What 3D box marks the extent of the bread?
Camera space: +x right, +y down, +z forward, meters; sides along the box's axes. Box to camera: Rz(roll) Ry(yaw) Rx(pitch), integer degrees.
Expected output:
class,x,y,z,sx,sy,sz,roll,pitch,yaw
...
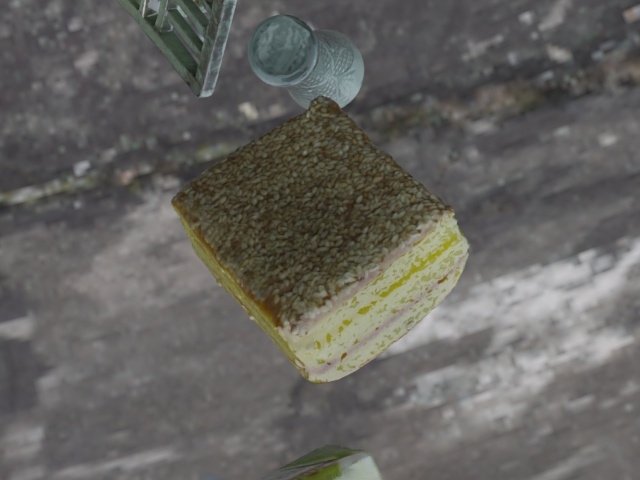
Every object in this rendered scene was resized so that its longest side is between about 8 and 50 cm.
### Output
class,x,y,z,sx,sy,sz,roll,pitch,yaw
bread,0.000,0.000,1.455,0.184,0.234,0.110,-36,133,-6

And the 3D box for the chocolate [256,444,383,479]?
class,x,y,z,sx,sy,sz,roll,pitch,yaw
chocolate,-0.014,0.425,2.018,0.288,0.301,0.137,-22,175,-33

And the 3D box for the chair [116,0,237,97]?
class,x,y,z,sx,sy,sz,roll,pitch,yaw
chair,-0.121,-0.284,1.698,0.147,0.270,0.136,-17,139,-35

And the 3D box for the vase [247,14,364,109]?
class,x,y,z,sx,sy,sz,roll,pitch,yaw
vase,-0.018,-0.195,1.820,0.096,0.096,0.219,-22,175,11
